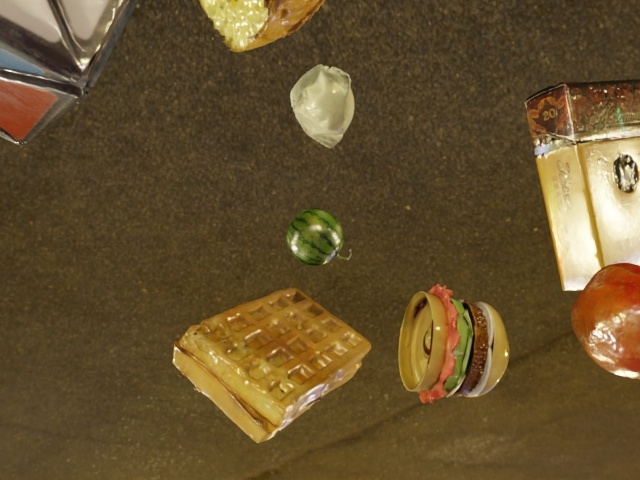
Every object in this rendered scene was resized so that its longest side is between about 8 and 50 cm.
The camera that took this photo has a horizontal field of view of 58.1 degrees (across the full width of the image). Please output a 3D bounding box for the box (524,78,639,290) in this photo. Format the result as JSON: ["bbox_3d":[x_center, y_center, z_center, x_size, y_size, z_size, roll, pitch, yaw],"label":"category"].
[{"bbox_3d":[0.590,-0.121,1.203,0.264,0.416,0.115,-10,179,-27],"label":"box"}]

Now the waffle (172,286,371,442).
[{"bbox_3d":[-0.071,0.196,0.993,0.327,0.224,0.098,-13,134,-61],"label":"waffle"}]

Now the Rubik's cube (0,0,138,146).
[{"bbox_3d":[-0.338,-0.308,0.571,0.305,0.310,0.307,27,164,-31],"label":"Rubik's cube"}]

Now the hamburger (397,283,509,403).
[{"bbox_3d":[0.199,0.158,0.847,0.136,0.175,0.175,12,136,-8],"label":"hamburger"}]

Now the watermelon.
[{"bbox_3d":[-0.006,-0.002,0.984,0.109,0.109,0.109,-4,138,-3],"label":"watermelon"}]

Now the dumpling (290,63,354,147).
[{"bbox_3d":[0.002,-0.316,1.352,0.155,0.111,0.181,17,104,3],"label":"dumpling"}]

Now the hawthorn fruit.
[{"bbox_3d":[0.433,0.106,0.741,0.157,0.157,0.194,12,173,-20],"label":"hawthorn fruit"}]

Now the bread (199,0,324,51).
[{"bbox_3d":[-0.059,-0.390,0.788,0.147,0.160,0.261,-31,164,-35],"label":"bread"}]
